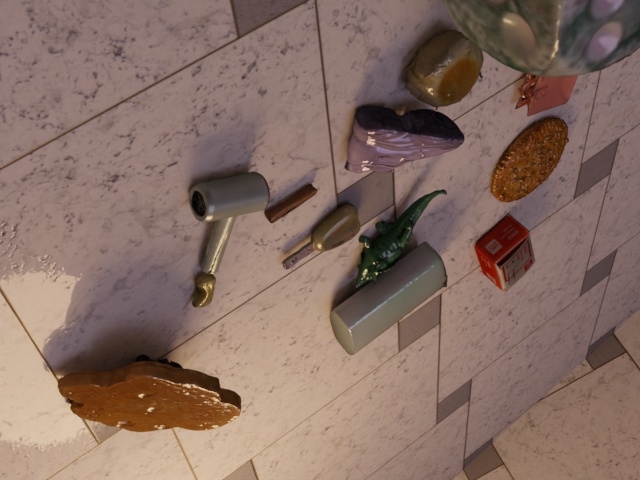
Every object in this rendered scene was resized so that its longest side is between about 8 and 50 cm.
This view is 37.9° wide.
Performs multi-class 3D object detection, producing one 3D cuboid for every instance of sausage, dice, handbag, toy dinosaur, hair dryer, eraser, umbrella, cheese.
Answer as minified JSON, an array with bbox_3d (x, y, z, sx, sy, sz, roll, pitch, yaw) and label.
[{"bbox_3d":[-0.056,-0.072,1.795,0.116,0.026,0.026,-35,147,-18],"label":"sausage"},{"bbox_3d":[0.398,-0.491,1.523,0.330,0.348,0.328,-35,146,-18],"label":"dice"},{"bbox_3d":[0.512,-0.387,2.047,0.157,0.059,0.212,-23,141,-32],"label":"handbag"},{"bbox_3d":[0.158,-0.009,2.067,0.120,0.079,0.292,-7,135,-52],"label":"toy dinosaur"},{"bbox_3d":[-0.188,-0.021,1.682,0.131,0.073,0.236,-16,147,-36],"label":"hair dryer"},{"bbox_3d":[0.163,0.140,2.215,0.290,0.104,0.189,-35,160,-14],"label":"eraser"},{"bbox_3d":[-0.307,0.289,1.895,0.224,0.080,0.071,71,34,-59],"label":"umbrella"},{"bbox_3d":[0.000,0.000,1.931,0.192,0.037,0.097,-35,146,-15],"label":"cheese"},{"bbox_3d":[-0.226,0.097,1.790,0.044,0.030,0.083,-29,152,-34],"label":"cheese"}]

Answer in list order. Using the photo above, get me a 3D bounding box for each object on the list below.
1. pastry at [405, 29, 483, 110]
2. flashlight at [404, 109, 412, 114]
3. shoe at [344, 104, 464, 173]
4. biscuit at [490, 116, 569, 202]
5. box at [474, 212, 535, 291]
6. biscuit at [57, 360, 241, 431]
[{"bbox_3d":[0.238,-0.328,1.774,0.166,0.088,0.166,-30,145,-24],"label":"pastry"},{"bbox_3d":[0.194,-0.239,1.882,0.052,0.031,0.110,-28,157,20],"label":"flashlight"},{"bbox_3d":[0.161,-0.185,1.819,0.245,0.095,0.138,1,138,-25],"label":"shoe"},{"bbox_3d":[0.523,-0.195,2.304,0.254,0.035,0.254,-30,146,-23],"label":"biscuit"},{"bbox_3d":[0.496,0.037,2.483,0.133,0.099,0.182,-42,149,-8],"label":"box"},{"bbox_3d":[-0.326,0.301,1.785,0.376,0.051,0.269,20,140,-37],"label":"biscuit"}]
